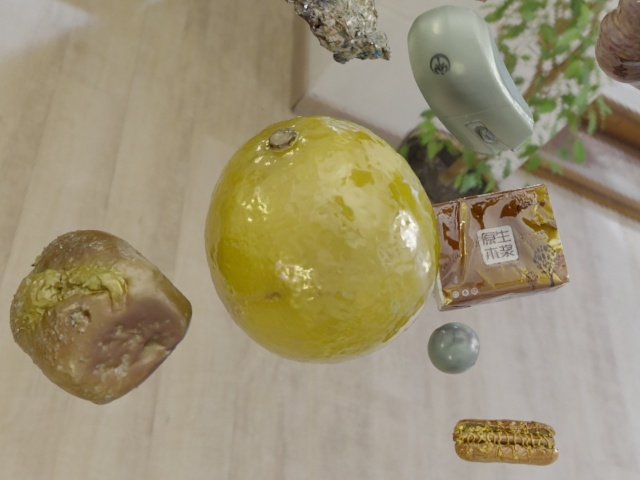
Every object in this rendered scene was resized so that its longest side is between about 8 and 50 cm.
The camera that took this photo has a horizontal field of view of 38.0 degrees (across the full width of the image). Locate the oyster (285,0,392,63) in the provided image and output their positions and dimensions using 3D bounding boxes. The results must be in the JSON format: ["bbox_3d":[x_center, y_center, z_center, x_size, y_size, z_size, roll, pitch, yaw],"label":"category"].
[{"bbox_3d":[0.045,-0.473,2.006,0.260,0.092,0.198,49,47,-15],"label":"oyster"}]

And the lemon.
[{"bbox_3d":[0.000,0.000,1.286,0.347,0.348,0.348,20,47,-24],"label":"lemon"}]

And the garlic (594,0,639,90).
[{"bbox_3d":[0.545,-0.321,1.410,0.244,0.245,0.161,3,43,-36],"label":"garlic"}]

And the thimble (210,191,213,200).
[{"bbox_3d":[-0.111,-0.038,1.660,0.189,0.125,0.163,-73,141,-74],"label":"thimble"}]

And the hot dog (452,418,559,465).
[{"bbox_3d":[0.276,0.302,1.400,0.165,0.045,0.071,5,54,-7],"label":"hot dog"}]

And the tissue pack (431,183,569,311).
[{"bbox_3d":[0.291,0.014,1.592,0.226,0.092,0.183,-10,76,-6],"label":"tissue pack"}]

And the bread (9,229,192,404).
[{"bbox_3d":[-0.312,0.089,1.235,0.195,0.246,0.176,-51,124,-14],"label":"bread"}]

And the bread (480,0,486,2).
[{"bbox_3d":[0.266,-0.547,1.620,0.274,0.149,0.274,33,44,-39],"label":"bread"}]

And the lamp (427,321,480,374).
[{"bbox_3d":[0.263,0.212,1.832,0.105,0.105,0.105,20,47,-24],"label":"lamp"}]

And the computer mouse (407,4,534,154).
[{"bbox_3d":[0.147,-0.145,0.922,0.182,0.089,0.056,52,48,-29],"label":"computer mouse"}]
